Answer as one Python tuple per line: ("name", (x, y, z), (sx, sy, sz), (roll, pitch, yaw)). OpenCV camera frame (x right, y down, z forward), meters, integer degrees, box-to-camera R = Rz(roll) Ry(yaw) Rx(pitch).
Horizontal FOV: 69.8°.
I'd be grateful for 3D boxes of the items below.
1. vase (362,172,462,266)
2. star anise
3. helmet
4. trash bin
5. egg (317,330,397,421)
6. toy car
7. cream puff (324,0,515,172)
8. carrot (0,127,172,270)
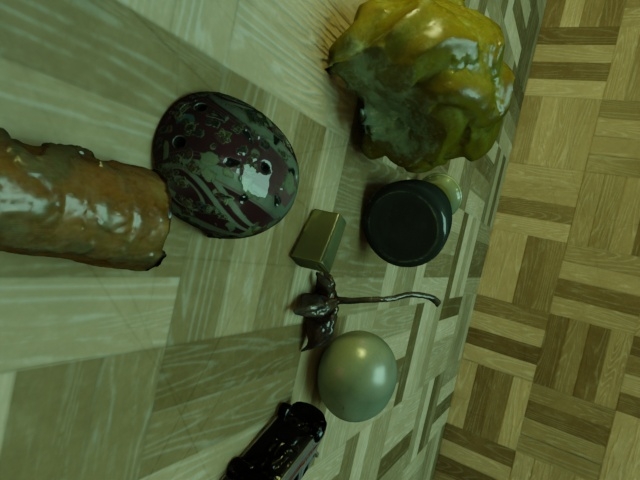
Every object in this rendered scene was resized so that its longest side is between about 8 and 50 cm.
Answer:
("vase", (0.229, -0.071, 1.024), (0.321, 0.173, 0.174), (-32, 129, -57))
("star anise", (0.087, 0.132, 0.813), (0.218, 0.227, 0.148), (-17, 111, -69))
("helmet", (-0.087, -0.075, 0.516), (0.153, 0.107, 0.177), (-64, 149, -15))
("trash bin", (0.000, 0.000, 0.746), (0.092, 0.060, 0.043), (-66, 149, -21))
("egg", (0.068, 0.267, 0.887), (0.151, 0.151, 0.209), (-40, 150, -46))
("toy car", (-0.068, 0.369, 0.759), (0.209, 0.089, 0.108), (-39, 134, -45))
("cream puff", (0.187, -0.274, 0.746), (0.270, 0.274, 0.323), (-55, 149, -16))
("carrot", (-0.222, -0.031, 0.312), (0.263, 0.101, 0.102), (10, 93, -60))
